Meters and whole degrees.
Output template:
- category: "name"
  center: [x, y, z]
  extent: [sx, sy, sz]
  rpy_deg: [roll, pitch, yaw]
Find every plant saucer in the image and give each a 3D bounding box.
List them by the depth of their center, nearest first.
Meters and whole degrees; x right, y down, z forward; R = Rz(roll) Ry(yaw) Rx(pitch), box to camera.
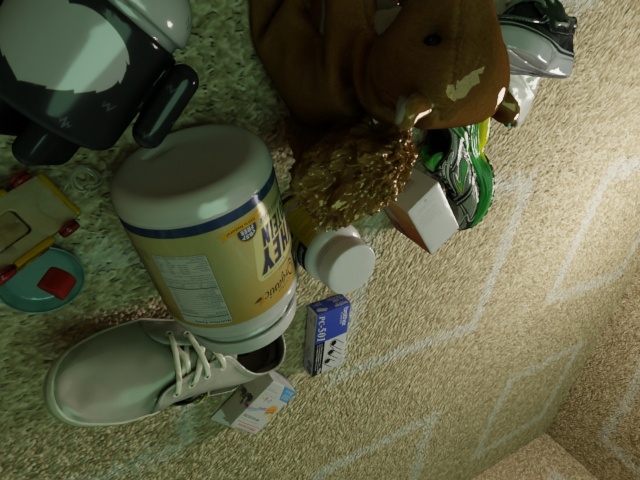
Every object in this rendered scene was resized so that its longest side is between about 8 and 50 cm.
- category: "plant saucer"
  center: [-0.427, 0.057, 0.723]
  extent: [0.119, 0.021, 0.119]
  rpy_deg: [-19, 128, -26]

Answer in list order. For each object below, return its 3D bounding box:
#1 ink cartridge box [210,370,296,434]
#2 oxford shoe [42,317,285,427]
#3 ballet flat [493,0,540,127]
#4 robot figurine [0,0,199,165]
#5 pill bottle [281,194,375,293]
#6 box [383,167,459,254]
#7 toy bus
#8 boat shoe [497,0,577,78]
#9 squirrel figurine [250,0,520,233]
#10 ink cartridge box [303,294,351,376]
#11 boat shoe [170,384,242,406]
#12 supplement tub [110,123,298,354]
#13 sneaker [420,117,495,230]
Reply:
- category: "ink cartridge box"
  center: [-0.160, 0.395, 1.131]
  extent: [0.181, 0.061, 0.104]
  rpy_deg: [-45, 136, -1]
- category: "oxford shoe"
  center: [-0.238, 0.208, 0.841]
  extent: [0.130, 0.169, 0.449]
  rpy_deg: [-22, 164, 41]
- category: "ballet flat"
  center: [0.366, -0.359, 0.919]
  extent: [0.139, 0.139, 0.400]
  rpy_deg: [-52, 139, 5]
- category: "robot figurine"
  center: [-0.271, -0.217, 0.539]
  extent: [0.278, 0.173, 0.209]
  rpy_deg: [-51, 139, 5]
- category: "pill bottle"
  center: [0.000, 0.000, 0.870]
  extent: [0.119, 0.208, 0.119]
  rpy_deg: [-19, 129, -26]
- category: "box"
  center: [0.206, -0.072, 1.032]
  extent: [0.091, 0.130, 0.170]
  rpy_deg: [-45, 135, -4]
- category: "toy bus"
  center: [-0.412, -0.009, 0.627]
  extent: [0.202, 0.191, 0.104]
  rpy_deg: [9, 157, -40]
- category: "boat shoe"
  center: [0.325, -0.331, 0.756]
  extent: [0.335, 0.121, 0.119]
  rpy_deg: [-17, 114, -50]
- category: "squirrel figurine"
  center: [0.087, -0.205, 0.676]
  extent: [0.281, 0.370, 0.397]
  rpy_deg: [-8, 124, -33]
- category: "ink cartridge box"
  center: [0.014, 0.235, 1.162]
  extent: [0.097, 0.046, 0.207]
  rpy_deg: [-16, 128, -29]
- category: "boat shoe"
  center: [-0.274, 0.285, 0.947]
  extent: [0.305, 0.091, 0.109]
  rpy_deg: [19, 107, -43]
- category: "supplement tub"
  center: [-0.159, 0.007, 0.742]
  extent: [0.228, 0.228, 0.316]
  rpy_deg: [-28, 133, -19]
- category: "sneaker"
  center: [0.286, -0.167, 1.046]
  extent: [0.146, 0.134, 0.344]
  rpy_deg: [-25, 123, -12]
